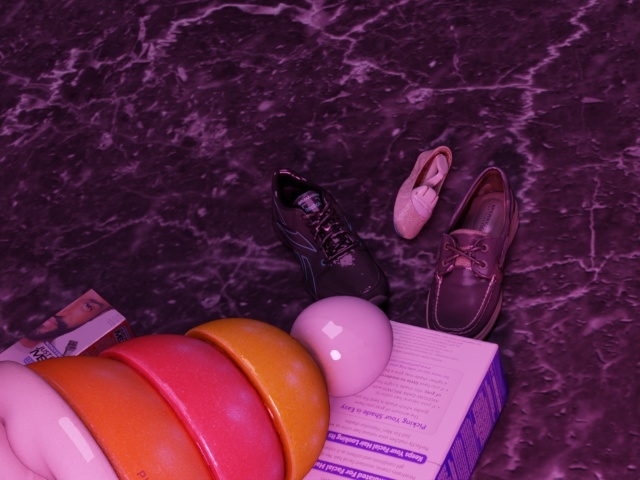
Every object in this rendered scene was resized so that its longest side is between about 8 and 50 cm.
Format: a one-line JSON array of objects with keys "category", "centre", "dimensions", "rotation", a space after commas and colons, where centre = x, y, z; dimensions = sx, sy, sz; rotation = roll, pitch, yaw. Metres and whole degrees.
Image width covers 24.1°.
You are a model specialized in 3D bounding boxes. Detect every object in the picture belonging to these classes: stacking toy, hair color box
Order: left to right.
[{"category": "hair color box", "centre": [-0.347, 0.150, 2.042], "dimensions": [0.167, 0.053, 0.093], "rotation": [-37, 46, -21]}, {"category": "stacking toy", "centre": [-0.106, 0.207, 1.657], "dimensions": [0.480, 0.350, 0.350], "rotation": [-27, 43, -28]}, {"category": "hair color box", "centre": [0.074, 0.259, 1.766], "dimensions": [0.185, 0.110, 0.339], "rotation": [11, 49, 27]}]

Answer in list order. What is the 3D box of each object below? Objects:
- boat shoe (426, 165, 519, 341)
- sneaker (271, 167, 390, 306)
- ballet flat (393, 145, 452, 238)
[{"category": "boat shoe", "centre": [0.198, 0.018, 1.978], "dimensions": [0.103, 0.092, 0.285], "rotation": [6, 48, 22]}, {"category": "sneaker", "centre": [0.000, 0.000, 2.051], "dimensions": [0.101, 0.106, 0.267], "rotation": [-30, 46, -15]}, {"category": "ballet flat", "centre": [0.145, -0.074, 2.107], "dimensions": [0.052, 0.057, 0.168], "rotation": [-29, 29, 43]}]
